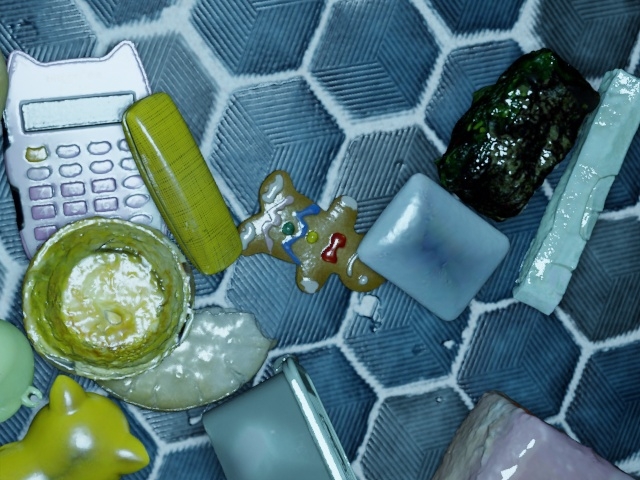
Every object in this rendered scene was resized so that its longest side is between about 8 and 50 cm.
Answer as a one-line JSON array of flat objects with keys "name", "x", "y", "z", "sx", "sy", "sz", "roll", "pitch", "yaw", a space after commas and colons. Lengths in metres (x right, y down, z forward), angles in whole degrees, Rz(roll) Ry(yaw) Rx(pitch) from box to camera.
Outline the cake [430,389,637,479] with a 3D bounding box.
[{"name": "cake", "x": 0.290, "y": 0.358, "z": 1.572, "sx": 0.309, "sy": 0.237, "sz": 0.230, "roll": 35, "pitch": 86, "yaw": -10}]

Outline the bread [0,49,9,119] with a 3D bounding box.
[{"name": "bread", "x": -0.541, "y": -0.183, "z": 1.359, "sx": 0.348, "sy": 0.253, "sz": 0.376, "roll": -41, "pitch": 102, "yaw": -10}]

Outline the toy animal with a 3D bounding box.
[{"name": "toy animal", "x": -0.331, "y": 0.281, "z": 1.490, "sx": 0.230, "sy": 0.156, "sz": 0.156, "roll": -45, "pitch": 101, "yaw": -2}]

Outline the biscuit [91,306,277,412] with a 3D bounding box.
[{"name": "biscuit", "x": -0.199, "y": 0.146, "z": 1.557, "sx": 0.290, "sy": 0.038, "sz": 0.141, "roll": 7, "pitch": 93, "yaw": -12}]

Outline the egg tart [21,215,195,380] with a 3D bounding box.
[{"name": "egg tart", "x": -0.253, "y": 0.071, "z": 1.484, "sx": 0.212, "sy": 0.090, "sz": 0.213, "roll": -1, "pitch": 93, "yaw": -12}]

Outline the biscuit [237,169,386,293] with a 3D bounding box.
[{"name": "biscuit", "x": 0.000, "y": 0.000, "z": 1.594, "sx": 0.205, "sy": 0.031, "sz": 0.138, "roll": 30, "pitch": 87, "yaw": -13}]

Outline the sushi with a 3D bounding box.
[{"name": "sushi", "x": 0.249, "y": -0.139, "z": 1.586, "sx": 0.127, "sy": 0.124, "sz": 0.225, "roll": 39, "pitch": 87, "yaw": -13}]

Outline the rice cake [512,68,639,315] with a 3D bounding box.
[{"name": "rice cake", "x": 0.347, "y": -0.064, "z": 1.644, "sx": 0.066, "sy": 0.063, "sz": 0.336, "roll": 23, "pitch": 90, "yaw": -4}]

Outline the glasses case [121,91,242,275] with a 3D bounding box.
[{"name": "glasses case", "x": -0.169, "y": -0.066, "z": 1.508, "sx": 0.079, "sy": 0.064, "sz": 0.234, "roll": -37, "pitch": 111, "yaw": -33}]

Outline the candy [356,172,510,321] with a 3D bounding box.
[{"name": "candy", "x": 0.146, "y": 0.009, "z": 1.594, "sx": 0.174, "sy": 0.071, "sz": 0.138, "roll": 35, "pitch": 95, "yaw": -23}]

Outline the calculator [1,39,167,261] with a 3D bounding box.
[{"name": "calculator", "x": -0.288, "y": -0.093, "z": 1.525, "sx": 0.194, "sy": 0.043, "sz": 0.294, "roll": -7, "pitch": 99, "yaw": -12}]

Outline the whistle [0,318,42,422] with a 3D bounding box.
[{"name": "whistle", "x": -0.461, "y": 0.134, "z": 1.472, "sx": 0.294, "sy": 0.141, "sz": 0.141, "roll": 19, "pitch": 90, "yaw": 16}]

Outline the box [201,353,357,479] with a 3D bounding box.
[{"name": "box", "x": -0.040, "y": 0.277, "z": 1.519, "sx": 0.135, "sy": 0.163, "sz": 0.243, "roll": -26, "pitch": 78, "yaw": 1}]
